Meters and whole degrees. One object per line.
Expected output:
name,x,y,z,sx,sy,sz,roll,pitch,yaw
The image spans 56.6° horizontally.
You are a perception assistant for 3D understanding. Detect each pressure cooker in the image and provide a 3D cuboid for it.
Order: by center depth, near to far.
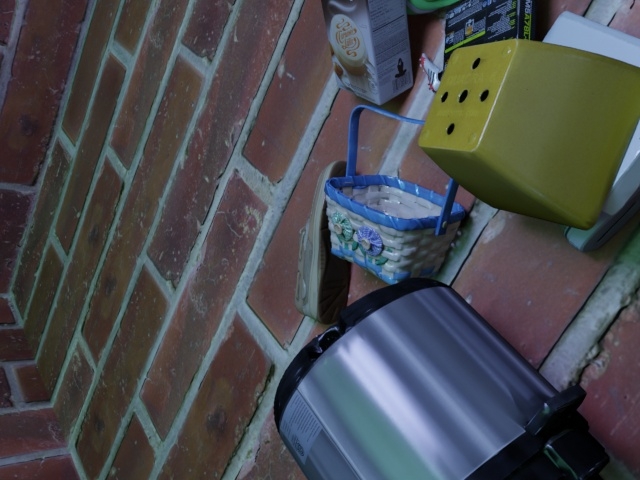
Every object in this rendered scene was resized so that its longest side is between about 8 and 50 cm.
pressure cooker,0.175,0.312,0.845,0.375,0.370,0.420,-38,55,-7

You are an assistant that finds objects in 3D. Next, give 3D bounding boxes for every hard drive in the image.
hard drive,0.382,-0.196,0.851,0.203,0.040,0.307,-60,26,23

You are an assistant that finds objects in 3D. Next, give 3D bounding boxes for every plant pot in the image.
plant pot,0.261,-0.157,0.798,0.212,0.187,0.212,30,101,66

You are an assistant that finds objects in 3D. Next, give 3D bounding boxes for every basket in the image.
basket,0.135,-0.080,1.061,0.254,0.201,0.289,27,115,45

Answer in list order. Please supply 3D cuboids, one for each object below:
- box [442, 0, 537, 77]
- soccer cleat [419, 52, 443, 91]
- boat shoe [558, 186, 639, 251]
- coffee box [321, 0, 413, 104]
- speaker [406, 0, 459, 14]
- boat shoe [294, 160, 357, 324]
box,0.282,-0.331,1.013,0.190,0.045,0.184,-4,84,64
soccer cleat,0.215,-0.322,1.131,0.035,0.029,0.083,-24,72,33
boat shoe,0.435,-0.115,0.821,0.302,0.109,0.094,-55,55,31
coffee box,0.087,-0.402,1.126,0.141,0.098,0.247,35,151,42
speaker,0.262,-0.498,1.029,0.296,0.131,0.131,-9,80,45
boat shoe,0.000,0.000,1.251,0.110,0.121,0.341,13,96,45
